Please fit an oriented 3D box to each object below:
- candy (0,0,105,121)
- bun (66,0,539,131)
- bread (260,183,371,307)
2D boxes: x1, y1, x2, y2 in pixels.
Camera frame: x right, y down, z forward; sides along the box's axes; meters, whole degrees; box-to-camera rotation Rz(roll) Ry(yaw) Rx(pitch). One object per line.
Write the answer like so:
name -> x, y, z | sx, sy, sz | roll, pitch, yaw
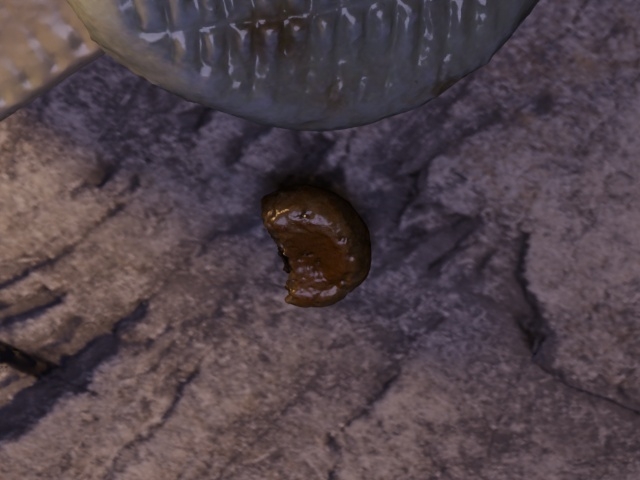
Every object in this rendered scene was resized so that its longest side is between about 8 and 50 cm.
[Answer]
candy -> -0.207, -0.228, 1.187 | 0.359, 0.145, 0.208 | -30, 120, 20
bun -> -0.012, -0.236, 1.002 | 0.355, 0.194, 0.354 | -6, 118, -11
bread -> 0.000, 0.000, 1.385 | 0.082, 0.060, 0.113 | -7, 125, 6
